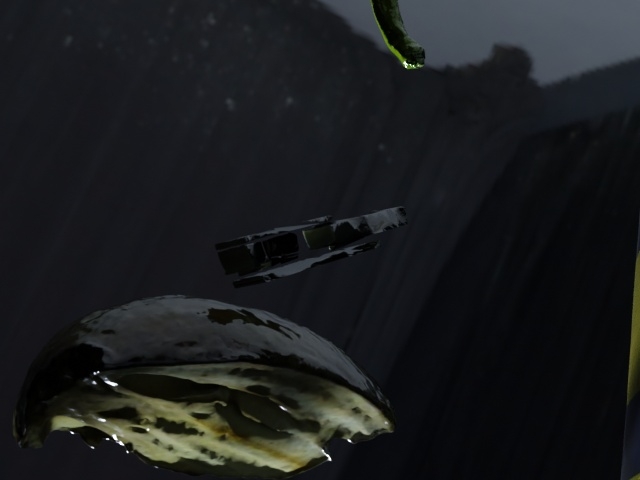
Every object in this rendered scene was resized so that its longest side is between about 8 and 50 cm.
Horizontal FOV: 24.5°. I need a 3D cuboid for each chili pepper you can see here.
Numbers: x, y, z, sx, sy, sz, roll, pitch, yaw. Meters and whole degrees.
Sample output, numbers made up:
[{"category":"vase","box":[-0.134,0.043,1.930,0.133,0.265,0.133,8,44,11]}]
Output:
[{"category":"chili pepper","box":[0.037,-0.124,0.745,0.017,0.083,0.030,-11,166,-24]}]

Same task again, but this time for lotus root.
[{"category":"lotus root","box":[-0.096,0.106,1.249,0.210,0.142,0.314,-36,142,29]}]

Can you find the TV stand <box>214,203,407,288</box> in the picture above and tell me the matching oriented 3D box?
[{"category":"TV stand","box":[0.000,0.000,1.284,0.036,0.042,0.249,-15,180,35]}]

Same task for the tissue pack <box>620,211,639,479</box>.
[{"category":"tissue pack","box":[0.372,0.069,1.051,0.264,0.416,0.253,14,155,-10]}]
